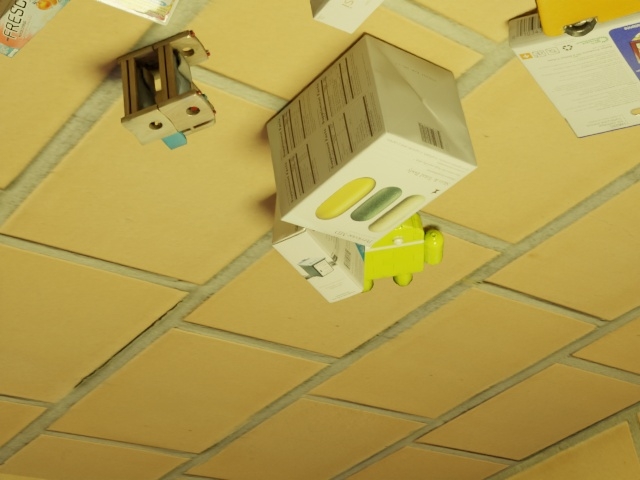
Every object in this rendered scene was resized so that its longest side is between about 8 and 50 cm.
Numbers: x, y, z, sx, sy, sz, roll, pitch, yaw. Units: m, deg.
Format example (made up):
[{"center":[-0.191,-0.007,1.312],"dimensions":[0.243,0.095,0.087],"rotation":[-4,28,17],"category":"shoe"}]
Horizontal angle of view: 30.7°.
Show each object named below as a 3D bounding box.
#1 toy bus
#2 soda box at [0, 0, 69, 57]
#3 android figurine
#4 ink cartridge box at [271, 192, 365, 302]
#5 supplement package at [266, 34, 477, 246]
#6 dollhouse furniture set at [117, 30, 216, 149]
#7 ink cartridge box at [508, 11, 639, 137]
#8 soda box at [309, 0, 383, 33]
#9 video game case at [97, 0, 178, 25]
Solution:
[{"center":[0.461,-0.402,1.644],"dimensions":[0.333,0.130,0.108],"rotation":[-16,149,11],"category":"toy bus"},{"center":[-0.399,-0.330,1.597],"dimensions":[0.058,0.063,0.183],"rotation":[21,138,-41],"category":"soda box"},{"center":[0.122,0.019,2.317],"dimensions":[0.248,0.056,0.273],"rotation":[-8,150,-2],"category":"android figurine"},{"center":[0.000,0.000,2.129],"dimensions":[0.082,0.139,0.191],"rotation":[-24,131,27],"category":"ink cartridge box"},{"center":[0.077,-0.153,1.883],"dimensions":[0.199,0.198,0.263],"rotation":[17,140,-37],"category":"supplement package"},{"center":[-0.207,-0.203,1.792],"dimensions":[0.129,0.129,0.183],"rotation":[-19,147,15],"category":"dollhouse furniture set"},{"center":[0.498,-0.286,1.852],"dimensions":[0.304,0.072,0.307],"rotation":[-11,154,28],"category":"ink cartridge box"},{"center":[0.073,-0.388,1.625],"dimensions":[0.074,0.069,0.216],"rotation":[14,141,-33],"category":"soda box"},{"center":[-0.244,-0.374,1.549],"dimensions":[0.157,0.019,0.143],"rotation":[14,115,-37],"category":"video game case"}]
